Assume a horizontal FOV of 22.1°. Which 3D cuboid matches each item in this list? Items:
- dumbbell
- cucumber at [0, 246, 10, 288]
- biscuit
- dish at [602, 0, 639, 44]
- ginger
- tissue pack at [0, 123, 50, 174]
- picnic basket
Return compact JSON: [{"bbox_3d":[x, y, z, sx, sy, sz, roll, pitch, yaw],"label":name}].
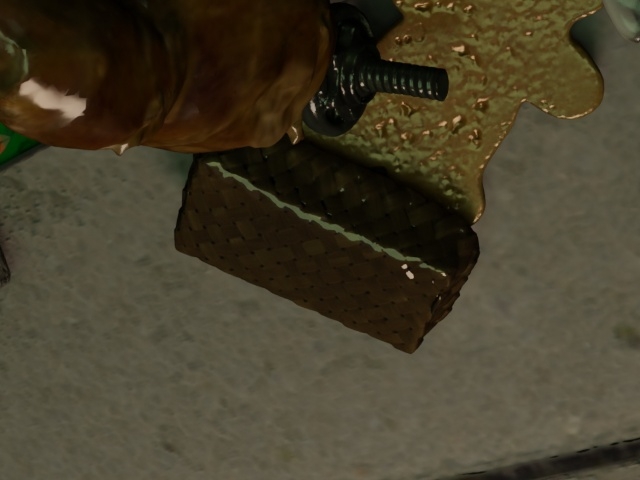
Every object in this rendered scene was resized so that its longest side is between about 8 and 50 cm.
[{"bbox_3d":[-0.040,-0.109,0.978,0.254,0.081,0.081,11,117,29],"label":"dumbbell"},{"bbox_3d":[-0.253,-0.009,1.092,0.064,0.064,0.112,-14,108,15],"label":"cucumber"},{"bbox_3d":[0.096,-0.119,0.999,0.158,0.035,0.240,36,114,-10],"label":"biscuit"},{"bbox_3d":[0.214,-0.219,0.884,0.228,0.086,0.236,43,101,-8],"label":"dish"},{"bbox_3d":[-0.149,-0.185,0.821,0.152,0.274,0.357,-32,86,38],"label":"ginger"},{"bbox_3d":[-0.248,-0.147,0.987,0.156,0.148,0.209,5,122,48],"label":"tissue pack"},{"bbox_3d":[0.000,0.000,1.038,0.193,0.055,0.110,23,137,0],"label":"picnic basket"}]
